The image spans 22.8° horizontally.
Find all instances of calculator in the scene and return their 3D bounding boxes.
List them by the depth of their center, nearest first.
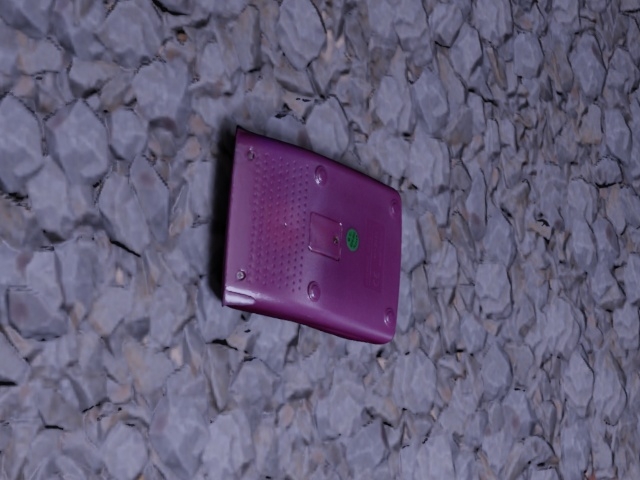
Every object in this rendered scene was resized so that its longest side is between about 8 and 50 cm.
[{"bbox_3d":[0.000,0.000,1.121,0.190,0.034,0.126,18,70,-48],"label":"calculator"}]
